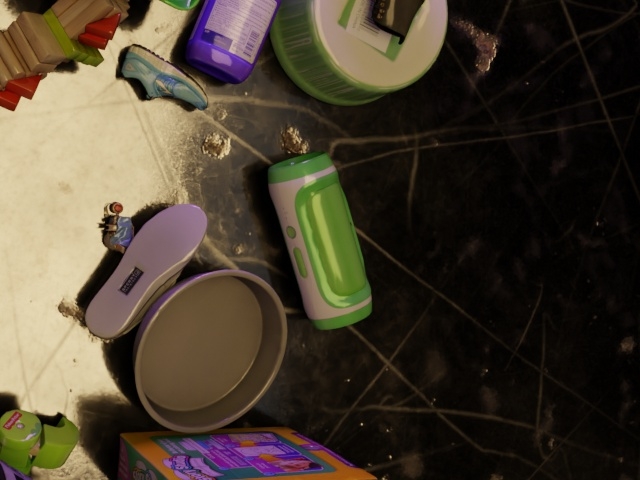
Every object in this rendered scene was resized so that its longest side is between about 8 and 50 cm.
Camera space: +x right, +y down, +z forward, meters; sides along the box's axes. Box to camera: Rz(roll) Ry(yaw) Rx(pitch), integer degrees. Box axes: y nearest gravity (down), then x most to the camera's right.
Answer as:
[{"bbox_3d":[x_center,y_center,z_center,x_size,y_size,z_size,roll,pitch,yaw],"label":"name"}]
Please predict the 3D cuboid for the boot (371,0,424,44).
[{"bbox_3d":[0.095,-0.426,1.811,0.198,0.077,0.137,26,88,-23],"label":"boot"}]

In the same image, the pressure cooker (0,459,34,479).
[{"bbox_3d":[-0.550,0.481,1.538,0.370,0.375,0.420,-30,125,18],"label":"pressure cooker"}]

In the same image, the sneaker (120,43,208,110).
[{"bbox_3d":[-0.261,-0.260,1.838,0.162,0.063,0.073,31,98,-19],"label":"sneaker"}]

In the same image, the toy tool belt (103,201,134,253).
[{"bbox_3d":[-0.331,-0.021,1.817,0.052,0.051,0.083,0,93,-25],"label":"toy tool belt"}]

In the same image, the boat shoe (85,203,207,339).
[{"bbox_3d":[-0.281,0.056,1.824,0.096,0.088,0.267,33,81,9],"label":"boat shoe"}]

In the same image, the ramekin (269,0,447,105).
[{"bbox_3d":[0.074,-0.390,1.924,0.303,0.148,0.303,-2,94,-24],"label":"ramekin"}]

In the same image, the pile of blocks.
[{"bbox_3d":[-0.439,-0.265,1.685,0.362,0.149,0.112,-30,76,-6],"label":"pile of blocks"}]

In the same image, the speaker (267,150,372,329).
[{"bbox_3d":[0.000,0.000,1.931,0.131,0.131,0.296,-21,102,-22],"label":"speaker"}]

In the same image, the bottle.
[{"bbox_3d":[-0.128,-0.411,1.860,0.118,0.092,0.283,23,84,-20],"label":"bottle"}]

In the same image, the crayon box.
[{"bbox_3d":[-0.129,0.392,1.767,0.313,0.363,0.106,1,94,-25],"label":"crayon box"}]

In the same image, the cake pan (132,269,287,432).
[{"bbox_3d":[-0.190,0.180,1.852,0.293,0.054,0.293,-15,117,-32],"label":"cake pan"}]

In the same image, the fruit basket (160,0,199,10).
[{"bbox_3d":[-0.305,-0.507,1.626,0.392,0.392,0.283,23,84,-24],"label":"fruit basket"}]

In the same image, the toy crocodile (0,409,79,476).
[{"bbox_3d":[-0.548,0.307,1.716,0.340,0.105,0.115,7,126,-20],"label":"toy crocodile"}]
